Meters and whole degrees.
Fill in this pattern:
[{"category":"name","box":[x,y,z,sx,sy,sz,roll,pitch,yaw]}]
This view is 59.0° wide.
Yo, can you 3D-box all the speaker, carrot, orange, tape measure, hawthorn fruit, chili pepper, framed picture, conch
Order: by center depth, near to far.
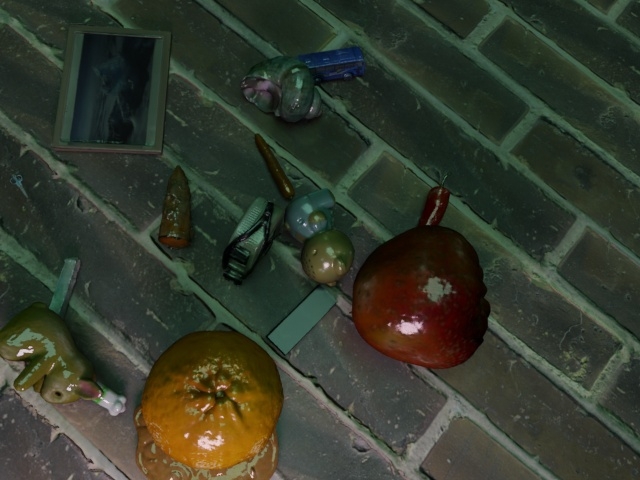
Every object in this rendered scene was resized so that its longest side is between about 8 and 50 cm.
[{"category":"orange","box":[-0.257,0.379,1.371,0.341,0.293,0.340,4,67,-9]},{"category":"hawthorn fruit","box":[0.258,0.161,1.545,0.403,0.403,0.402,2,73,-7]},{"category":"tape measure","box":[-0.189,0.002,1.606,0.115,0.207,0.235,30,70,0]},{"category":"speaker","box":[-0.054,0.228,1.636,0.082,0.044,0.218,43,72,7]},{"category":"carrot","box":[-0.426,-0.107,1.673,0.102,0.102,0.263,1,67,-7]},{"category":"carrot","box":[-0.147,-0.234,1.768,0.043,0.043,0.247,-26,76,-14]},{"category":"chili pepper","box":[0.354,-0.092,1.776,0.071,0.063,0.272,24,83,2]},{"category":"conch","box":[-0.105,-0.468,1.779,0.277,0.220,0.195,22,44,-24]},{"category":"framed picture","box":[-0.647,-0.482,1.783,0.326,0.028,0.445,1,73,-7]}]

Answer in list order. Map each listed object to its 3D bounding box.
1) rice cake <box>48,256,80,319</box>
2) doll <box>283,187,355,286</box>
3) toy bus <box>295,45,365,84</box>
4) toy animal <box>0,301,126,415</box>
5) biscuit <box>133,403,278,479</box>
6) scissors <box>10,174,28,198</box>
[{"category":"rice cake","box":[-0.720,0.147,1.579,0.043,0.034,0.210,10,73,5]},{"category":"doll","box":[0.000,0.000,1.643,0.162,0.177,0.260,-20,76,-20]},{"category":"toy bus","box":[0.033,-0.576,1.865,0.237,0.094,0.079,-13,75,-11]},{"category":"toy animal","box":[-0.676,0.339,1.445,0.180,0.181,0.363,-38,85,-13]},{"category":"biscuit","box":[-0.303,0.522,1.506,0.365,0.062,0.385,-34,80,-15]},{"category":"scissors","box":[-0.881,-0.157,1.665,0.036,0.006,0.083,-34,80,-17]}]
